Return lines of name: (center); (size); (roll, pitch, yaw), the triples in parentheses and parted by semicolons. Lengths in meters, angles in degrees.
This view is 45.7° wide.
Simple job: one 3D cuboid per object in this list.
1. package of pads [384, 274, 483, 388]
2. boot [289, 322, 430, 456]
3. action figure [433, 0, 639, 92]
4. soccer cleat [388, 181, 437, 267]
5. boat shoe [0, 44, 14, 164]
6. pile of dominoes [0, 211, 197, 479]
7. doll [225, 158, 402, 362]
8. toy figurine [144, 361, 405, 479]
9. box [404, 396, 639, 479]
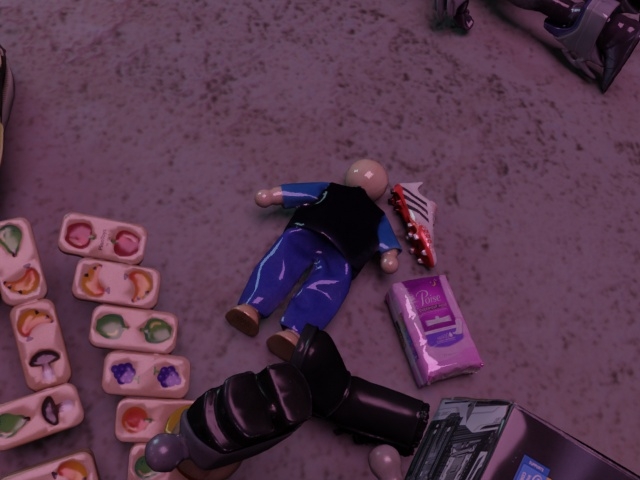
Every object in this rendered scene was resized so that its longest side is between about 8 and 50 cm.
package of pads: (0.088, 0.070, 0.593); (0.050, 0.032, 0.083); (-10, 63, -19)
boot: (0.026, 0.105, 0.514); (0.099, 0.121, 0.045); (21, 61, 9)
action figure: (0.200, -0.276, 0.778); (0.285, 0.099, 0.185); (32, 67, 13)
soccer cleat: (0.086, -0.016, 0.644); (0.035, 0.029, 0.083); (-15, 60, -13)
boat shoe: (-0.289, -0.053, 0.558); (0.109, 0.091, 0.305); (0, 61, -10)
pile of dominoes: (-0.175, 0.101, 0.480); (0.195, 0.040, 0.251); (-16, 83, -19)
doll: (0.000, 0.000, 0.609); (0.129, 0.046, 0.189); (32, 60, 7)
toy figurine: (-0.024, 0.196, 0.424); (0.213, 0.148, 0.210); (29, 53, -10)
box: (0.094, 0.256, 0.299); (0.242, 0.076, 0.308); (32, 74, -7)
